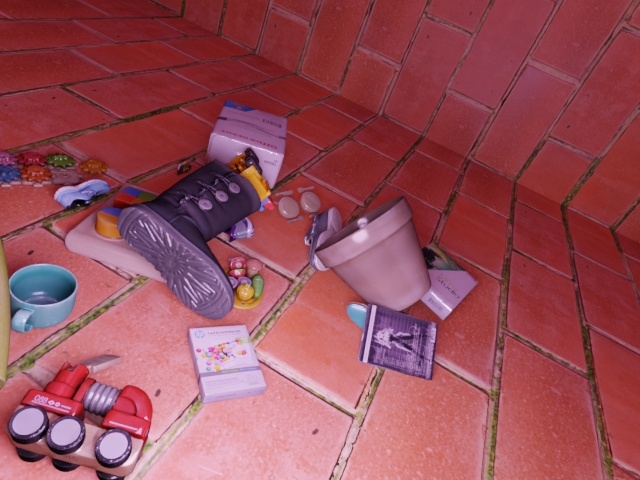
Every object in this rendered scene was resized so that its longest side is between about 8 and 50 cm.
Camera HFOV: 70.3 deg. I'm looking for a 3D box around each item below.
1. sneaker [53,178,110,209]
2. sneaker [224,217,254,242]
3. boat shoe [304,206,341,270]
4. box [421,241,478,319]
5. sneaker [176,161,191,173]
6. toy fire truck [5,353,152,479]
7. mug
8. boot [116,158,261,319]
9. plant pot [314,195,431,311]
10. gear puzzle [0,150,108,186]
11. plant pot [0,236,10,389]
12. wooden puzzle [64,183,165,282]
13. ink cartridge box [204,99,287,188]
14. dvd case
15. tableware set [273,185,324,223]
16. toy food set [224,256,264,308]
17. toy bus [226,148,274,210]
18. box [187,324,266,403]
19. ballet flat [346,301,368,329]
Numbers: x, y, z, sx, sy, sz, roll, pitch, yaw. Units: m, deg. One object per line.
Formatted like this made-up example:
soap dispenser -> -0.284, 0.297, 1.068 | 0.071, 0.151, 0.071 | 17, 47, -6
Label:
sneaker -> -0.707, -0.131, 1.370 | 0.073, 0.063, 0.162 | 50, 43, 8
sneaker -> -0.312, -0.080, 1.507 | 0.098, 0.083, 0.224 | -21, 48, -31
boat shoe -> 0.000, 0.000, 1.596 | 0.099, 0.116, 0.319 | -14, 33, 23
box -> 0.417, 0.132, 1.620 | 0.232, 0.058, 0.322 | 44, 31, 16
sneaker -> -0.507, -0.270, 1.697 | 0.035, 0.031, 0.083 | 22, 33, -3
toy fire truck -> -0.416, 0.302, 0.863 | 0.217, 0.158, 0.246 | 19, 43, -6
mug -> -0.619, 0.133, 0.990 | 0.130, 0.097, 0.158 | 37, 33, 15
boot -> -0.295, -0.028, 1.302 | 0.367, 0.146, 0.445 | 50, 27, -7
plant pot -> 0.190, 0.062, 1.402 | 0.280, 0.323, 0.323 | 57, 35, -6
gear puzzle -> -0.844, -0.234, 1.427 | 0.339, 0.044, 0.175 | -6, 43, -37
plant pot -> -0.686, 0.152, 0.815 | 0.275, 0.274, 0.293 | -15, 64, -44
wooden puzzle -> -0.504, -0.048, 1.339 | 0.323, 0.080, 0.347 | 20, 33, -6
ink cartridge box -> -0.300, -0.409, 1.896 | 0.286, 0.166, 0.394 | 15, 33, -11
dvd case -> 0.223, 0.288, 1.287 | 0.222, 0.018, 0.164 | 17, 67, -11
tableware set -> -0.085, -0.133, 1.739 | 0.194, 0.039, 0.128 | -17, 80, -38
toy food set -> -0.217, 0.098, 1.314 | 0.128, 0.071, 0.217 | 15, 34, -12
toy bus -> -0.250, -0.204, 1.659 | 0.211, 0.150, 0.220 | 50, 10, -28
box -> -0.224, 0.285, 1.076 | 0.145, 0.038, 0.186 | 2, 37, -30
ballet flat -> 0.170, 0.247, 1.357 | 0.206, 0.073, 0.067 | 34, 15, 7
